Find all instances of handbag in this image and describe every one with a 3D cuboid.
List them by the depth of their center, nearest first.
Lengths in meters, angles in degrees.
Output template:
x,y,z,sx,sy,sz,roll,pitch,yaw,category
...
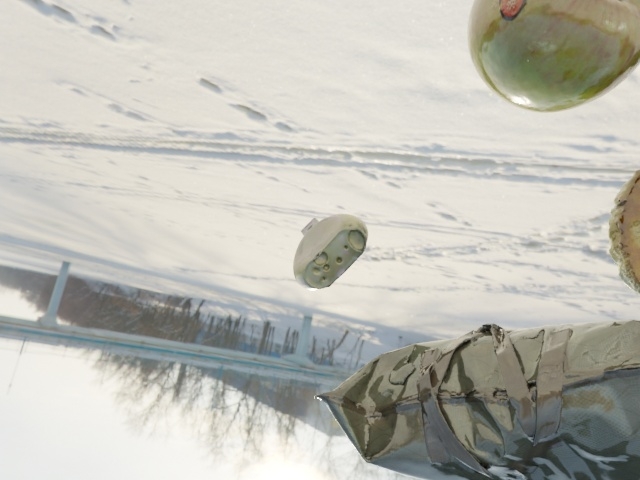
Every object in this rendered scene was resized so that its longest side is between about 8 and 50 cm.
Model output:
x,y,z,sx,sy,sz,roll,pitch,yaw,category
0.138,0.122,0.348,0.271,0.117,0.183,-21,142,36,handbag

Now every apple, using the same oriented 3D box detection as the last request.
x,y,z,sx,sy,sz,roll,pitch,yaw,category
0.339,-0.306,0.705,0.261,0.260,0.194,14,148,-8,apple

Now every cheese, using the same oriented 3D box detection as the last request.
x,y,z,sx,sy,sz,roll,pitch,yaw,category
0.000,0.000,0.585,0.037,0.097,0.192,45,-179,-15,cheese

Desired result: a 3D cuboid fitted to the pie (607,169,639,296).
x,y,z,sx,sy,sz,roll,pitch,yaw,category
0.622,-0.007,0.774,0.315,0.315,0.092,10,168,13,pie
